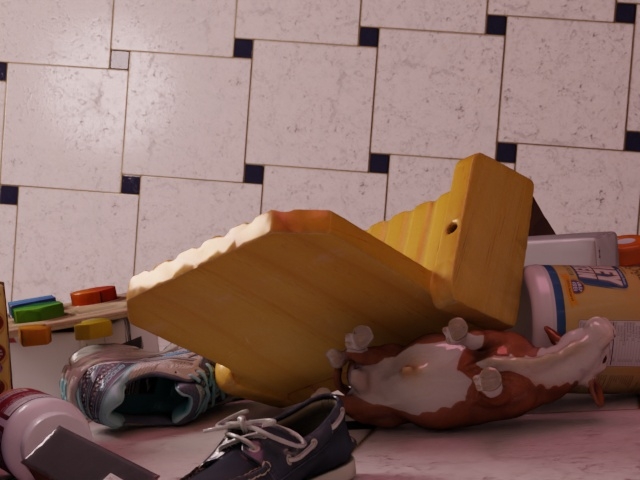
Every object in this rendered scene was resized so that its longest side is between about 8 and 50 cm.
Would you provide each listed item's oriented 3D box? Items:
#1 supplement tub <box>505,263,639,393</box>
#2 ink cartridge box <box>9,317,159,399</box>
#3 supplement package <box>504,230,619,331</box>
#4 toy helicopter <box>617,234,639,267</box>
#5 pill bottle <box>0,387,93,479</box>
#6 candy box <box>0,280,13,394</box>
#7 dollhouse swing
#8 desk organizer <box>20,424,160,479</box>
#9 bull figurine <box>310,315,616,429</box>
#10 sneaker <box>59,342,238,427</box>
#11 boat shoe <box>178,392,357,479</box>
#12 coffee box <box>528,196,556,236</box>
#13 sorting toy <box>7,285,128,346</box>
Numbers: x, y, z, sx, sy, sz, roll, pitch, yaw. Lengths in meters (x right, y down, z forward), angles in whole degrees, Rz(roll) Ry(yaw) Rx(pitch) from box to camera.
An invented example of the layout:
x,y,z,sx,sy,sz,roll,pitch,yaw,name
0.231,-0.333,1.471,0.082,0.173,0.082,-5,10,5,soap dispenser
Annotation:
x,y,z,sx,sy,sz,roll,pitch,yaw,name
0.319,0.100,1.442,0.200,0.144,0.144,1,1,-7,supplement tub
-0.356,0.166,1.753,0.197,0.114,0.273,-4,2,13,ink cartridge box
0.251,0.085,1.753,0.293,0.175,0.177,-4,1,22,supplement package
0.358,0.096,2.041,0.355,0.140,0.235,-22,18,-37,toy helicopter
-0.270,0.190,1.234,0.086,0.086,0.152,-6,3,-26,pill bottle
-0.372,0.141,1.441,0.053,0.186,0.109,-5,2,-13,candy box
0.000,0.000,1.448,0.347,0.315,0.305,-24,-54,37,dollhouse swing
-0.183,0.205,1.065,0.130,0.050,0.047,16,49,39,desk organizer
0.142,0.135,1.311,0.310,0.101,0.188,-14,-22,25,bull figurine
-0.159,0.177,1.539,0.283,0.110,0.122,-9,21,-31,sneaker
-0.048,0.180,1.062,0.095,0.079,0.254,-3,2,35,boat shoe
0.215,0.055,2.017,0.297,0.119,0.168,-23,10,47,coffee box
-0.315,0.090,1.637,0.229,0.041,0.307,-5,3,-17,sorting toy
